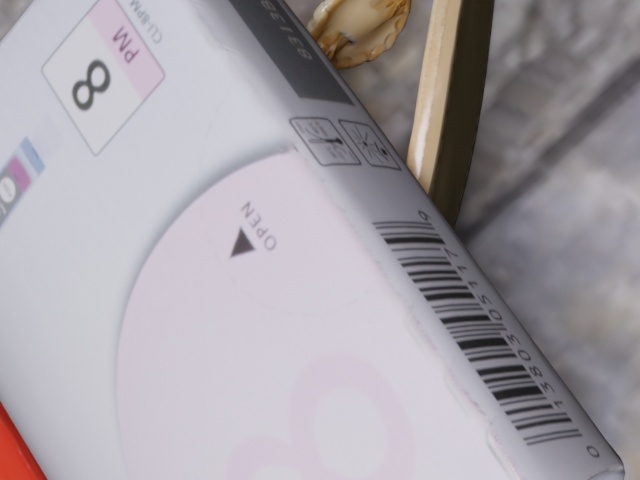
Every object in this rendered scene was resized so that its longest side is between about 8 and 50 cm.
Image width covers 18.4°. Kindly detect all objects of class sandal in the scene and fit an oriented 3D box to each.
[{"bbox_3d":[-0.001,-0.001,0.546,0.079,0.088,0.240,6,87,11],"label":"sandal"}]

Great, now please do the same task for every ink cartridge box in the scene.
[{"bbox_3d":[-0.058,0.059,0.522,0.232,0.066,0.189,-45,66,23],"label":"ink cartridge box"}]
